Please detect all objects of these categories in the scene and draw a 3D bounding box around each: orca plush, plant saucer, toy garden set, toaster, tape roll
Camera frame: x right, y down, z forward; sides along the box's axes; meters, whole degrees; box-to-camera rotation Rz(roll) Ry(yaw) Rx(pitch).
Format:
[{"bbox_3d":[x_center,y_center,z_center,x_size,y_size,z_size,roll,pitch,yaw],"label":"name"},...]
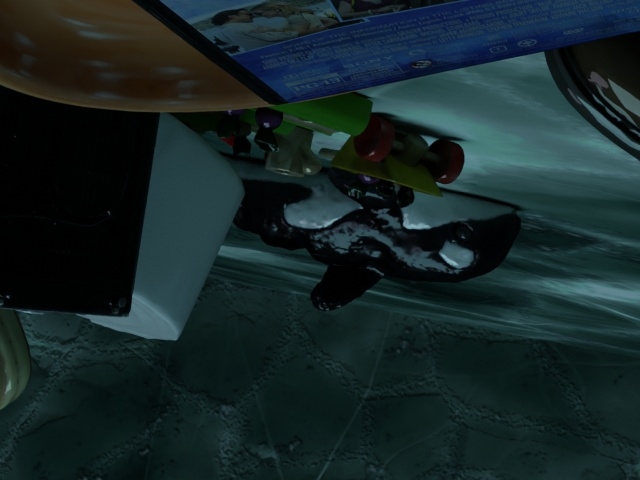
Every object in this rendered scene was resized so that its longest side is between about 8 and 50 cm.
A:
[{"bbox_3d":[0.000,0.000,1.367,0.287,0.102,0.151,12,174,-2],"label":"orca plush"},{"bbox_3d":[-0.022,-0.089,0.587,0.200,0.037,0.200,-6,167,-1],"label":"plant saucer"},{"bbox_3d":[-0.053,-0.063,1.114,0.204,0.049,0.244,16,173,-36],"label":"toy garden set"},{"bbox_3d":[-0.162,-0.060,0.814,0.110,0.186,0.168,10,-177,42],"label":"toaster"},{"bbox_3d":[-0.191,-0.042,1.064,0.286,0.100,0.286,22,168,5],"label":"tape roll"}]

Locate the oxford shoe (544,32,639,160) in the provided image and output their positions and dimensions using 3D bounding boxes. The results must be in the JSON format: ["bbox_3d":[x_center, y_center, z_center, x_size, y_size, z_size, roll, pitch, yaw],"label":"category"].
[{"bbox_3d":[0.188,-0.057,0.613,0.227,0.083,0.096,12,157,-10],"label":"oxford shoe"}]

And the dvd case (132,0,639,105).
[{"bbox_3d":[0.028,-0.092,0.471,0.180,0.022,0.253,-10,167,16],"label":"dvd case"}]

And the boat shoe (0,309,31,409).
[{"bbox_3d":[-0.291,-0.020,0.895,0.341,0.110,0.121,46,141,-10],"label":"boat shoe"}]
